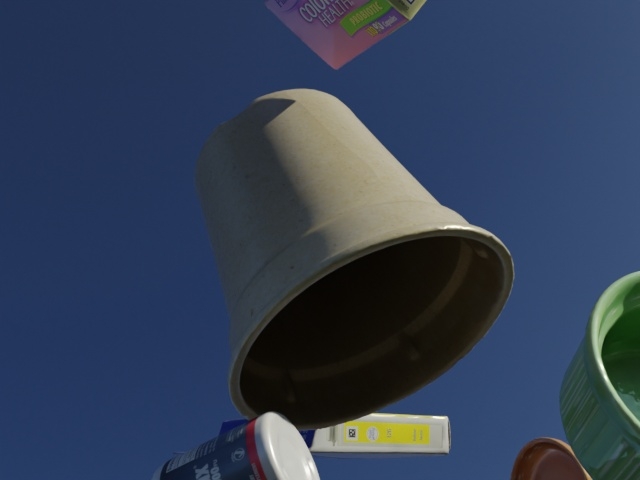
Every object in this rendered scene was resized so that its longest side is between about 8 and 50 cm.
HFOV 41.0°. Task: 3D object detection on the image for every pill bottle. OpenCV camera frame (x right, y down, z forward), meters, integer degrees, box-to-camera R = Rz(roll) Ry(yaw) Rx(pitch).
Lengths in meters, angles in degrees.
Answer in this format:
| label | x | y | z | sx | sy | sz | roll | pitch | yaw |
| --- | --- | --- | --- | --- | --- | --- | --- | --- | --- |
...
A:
| label | x | y | z | sx | sy | sz | roll | pitch | yaw |
| --- | --- | --- | --- | --- | --- | --- | --- | --- | --- |
| pill bottle | -0.099 | 0.246 | 0.809 | 0.180 | 0.108 | 0.108 | -28 | -49 | 11 |

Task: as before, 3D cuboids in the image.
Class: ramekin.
| label | x | y | z | sx | sy | sz | roll | pitch | yaw |
| --- | --- | --- | --- | --- | --- | --- | --- | --- | --- |
| ramekin | 0.436 | 0.193 | 1.016 | 0.303 | 0.303 | 0.148 | -10 | -39 | -21 |

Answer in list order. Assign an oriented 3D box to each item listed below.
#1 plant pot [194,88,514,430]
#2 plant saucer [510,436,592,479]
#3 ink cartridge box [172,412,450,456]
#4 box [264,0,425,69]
| label | x | y | z | sx | sy | sz | roll | pitch | yaw |
| --- | --- | --- | --- | --- | --- | --- | --- | --- | --- |
| plant pot | 0.000 | 0.000 | 0.999 | 0.334 | 0.305 | 0.334 | -19 | -37 | -15 |
| plant saucer | 0.370 | 0.408 | 1.334 | 0.037 | 0.200 | 0.200 | 2 | -60 | -25 |
| ink cartridge box | -0.021 | 0.294 | 1.285 | 0.307 | 0.303 | 0.072 | 12 | -108 | -30 |
| box | 0.080 | -0.329 | 0.914 | 0.117 | 0.213 | 0.243 | 42 | -104 | -13 |
